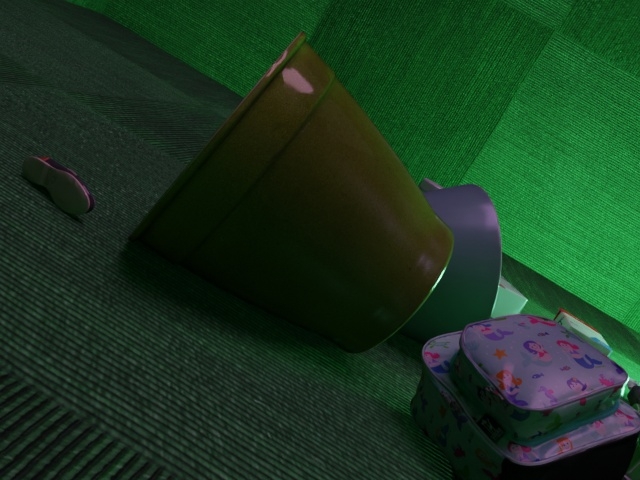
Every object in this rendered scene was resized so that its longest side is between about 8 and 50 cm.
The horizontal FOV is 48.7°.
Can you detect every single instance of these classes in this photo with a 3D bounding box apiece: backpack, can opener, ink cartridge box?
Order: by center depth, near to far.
[{"bbox_3d":[0.243,0.203,0.900,0.225,0.191,0.253,-8,24,-26],"label":"backpack"},{"bbox_3d":[0.827,0.382,1.783,0.076,0.095,0.283,33,12,13],"label":"can opener"},{"bbox_3d":[0.434,0.123,1.912,0.158,0.092,0.218,26,11,-18],"label":"ink cartridge box"},{"bbox_3d":[0.732,0.277,2.018,0.134,0.078,0.231,32,12,5],"label":"ink cartridge box"}]

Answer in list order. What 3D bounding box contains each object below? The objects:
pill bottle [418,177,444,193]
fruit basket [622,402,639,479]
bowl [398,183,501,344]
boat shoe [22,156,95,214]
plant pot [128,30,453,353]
[{"bbox_3d":[0.290,-0.068,2.053,0.119,0.208,0.119,29,12,-7],"label":"pill bottle"},{"bbox_3d":[0.528,0.408,0.957,0.353,0.165,0.327,48,15,7],"label":"fruit basket"},{"bbox_3d":[0.175,0.043,1.250,0.163,0.312,0.311,7,19,-14],"label":"bowl"},{"bbox_3d":[-0.354,-0.076,0.974,0.137,0.049,0.043,31,9,25],"label":"boat shoe"},{"bbox_3d":[-0.015,-0.033,1.001,0.353,0.366,0.366,41,10,-11],"label":"plant pot"}]
